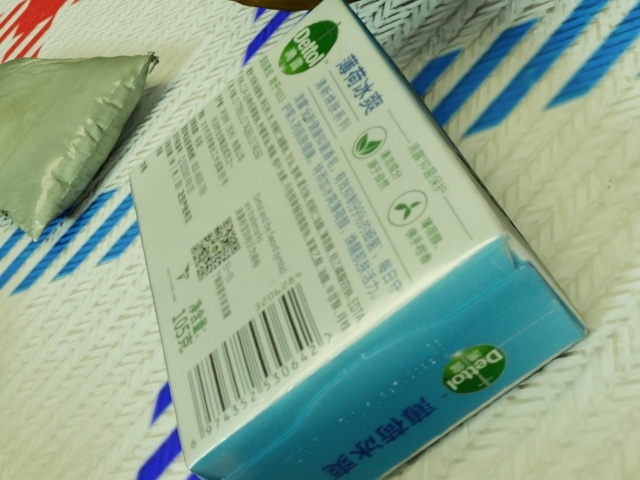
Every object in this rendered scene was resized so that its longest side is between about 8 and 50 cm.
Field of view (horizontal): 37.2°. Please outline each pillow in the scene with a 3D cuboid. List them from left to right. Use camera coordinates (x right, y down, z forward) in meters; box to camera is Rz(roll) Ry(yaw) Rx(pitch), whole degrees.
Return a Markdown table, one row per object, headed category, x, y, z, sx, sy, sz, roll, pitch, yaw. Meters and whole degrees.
| category | x | y | z | sx | sy | sz | roll | pitch | yaw |
| --- | --- | --- | --- | --- | --- | --- | --- | --- | --- |
| pillow | -0.218 | -0.076 | 0.696 | 0.230 | 0.050 | 0.148 | 12 | 70 | 44 |

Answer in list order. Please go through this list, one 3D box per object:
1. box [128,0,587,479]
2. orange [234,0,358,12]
| category | x | y | z | sx | sy | sz | roll | pitch | yaw |
| --- | --- | --- | --- | --- | --- | --- | --- | --- | --- |
| box | -0.001 | -0.001 | 0.405 | 0.139 | 0.073 | 0.194 | -38 | 39 | 12 |
| orange | -0.004 | -0.296 | 0.485 | 0.322 | 0.322 | 0.357 | -22 | 35 | 29 |
